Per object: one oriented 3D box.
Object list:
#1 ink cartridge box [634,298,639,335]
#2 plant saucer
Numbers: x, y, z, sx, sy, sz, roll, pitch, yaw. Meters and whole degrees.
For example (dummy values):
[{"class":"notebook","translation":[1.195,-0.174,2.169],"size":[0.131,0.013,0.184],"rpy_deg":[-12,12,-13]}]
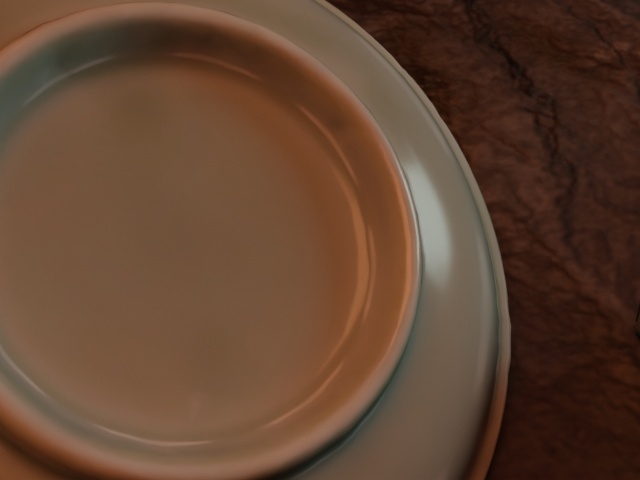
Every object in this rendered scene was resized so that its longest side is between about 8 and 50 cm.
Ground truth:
[{"class":"ink cartridge box","translation":[0.310,0.047,0.415],"size":[0.234,0.088,0.193],"rpy_deg":[-23,52,-4]},{"class":"plant saucer","translation":[-0.068,0.007,0.393],"size":[0.400,0.100,0.400],"rpy_deg":[7,69,-19]}]
